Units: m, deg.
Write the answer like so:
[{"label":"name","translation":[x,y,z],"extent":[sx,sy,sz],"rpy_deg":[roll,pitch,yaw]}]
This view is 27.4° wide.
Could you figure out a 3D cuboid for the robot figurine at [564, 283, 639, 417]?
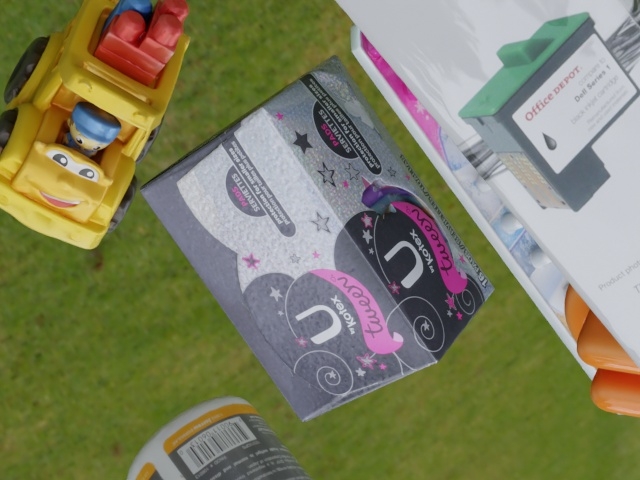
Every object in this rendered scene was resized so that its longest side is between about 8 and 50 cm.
[{"label":"robot figurine","translation":[0.235,0.012,0.832],"extent":[0.219,0.158,0.128],"rpy_deg":[-56,-170,-34]}]

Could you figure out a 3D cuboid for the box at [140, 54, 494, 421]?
[{"label":"box","translation":[0.000,0.000,1.105],"extent":[0.163,0.247,0.142],"rpy_deg":[-29,-171,37]}]

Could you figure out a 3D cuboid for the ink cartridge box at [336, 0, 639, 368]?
[{"label":"ink cartridge box","translation":[0.124,-0.064,0.554],"extent":[0.092,0.219,0.160],"rpy_deg":[-40,180,28]}]

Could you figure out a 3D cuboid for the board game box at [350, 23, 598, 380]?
[{"label":"board game box","translation":[0.249,-0.124,1.088],"extent":[0.050,0.390,0.390],"rpy_deg":[-17,-154,52]}]

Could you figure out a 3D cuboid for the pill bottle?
[{"label":"pill bottle","translation":[-0.060,0.303,1.315],"extent":[0.162,0.278,0.162],"rpy_deg":[-31,151,-20]}]

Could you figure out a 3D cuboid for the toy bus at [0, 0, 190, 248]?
[{"label":"toy bus","translation":[-0.202,-0.134,1.230],"extent":[0.149,0.220,0.211],"rpy_deg":[30,136,-20]}]
